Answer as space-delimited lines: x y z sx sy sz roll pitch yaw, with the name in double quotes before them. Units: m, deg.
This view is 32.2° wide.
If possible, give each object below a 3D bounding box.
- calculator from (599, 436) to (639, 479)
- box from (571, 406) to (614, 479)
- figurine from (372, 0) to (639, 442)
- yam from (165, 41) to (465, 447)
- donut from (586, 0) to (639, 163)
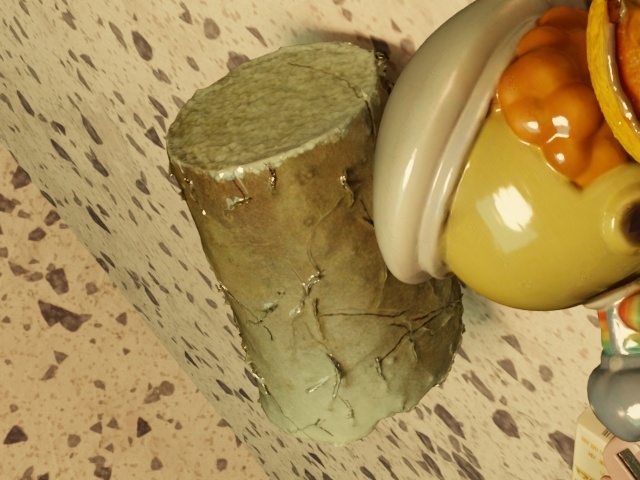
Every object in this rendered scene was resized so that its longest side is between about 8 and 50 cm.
"calculator" 0.318 0.215 1.028 0.103 0.024 0.166 54 143 9
"box" 0.317 0.271 1.164 0.122 0.032 0.220 33 153 32
"figurine" 0.170 0.027 0.719 0.382 0.205 0.224 59 -172 14
"yam" 0.000 0.000 1.032 0.241 0.241 0.348 29 150 41
"donut" 0.213 -0.097 0.604 0.181 0.146 0.078 50 173 -10
